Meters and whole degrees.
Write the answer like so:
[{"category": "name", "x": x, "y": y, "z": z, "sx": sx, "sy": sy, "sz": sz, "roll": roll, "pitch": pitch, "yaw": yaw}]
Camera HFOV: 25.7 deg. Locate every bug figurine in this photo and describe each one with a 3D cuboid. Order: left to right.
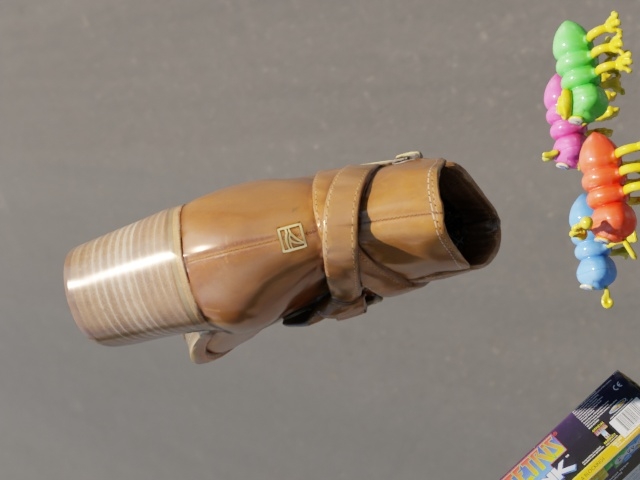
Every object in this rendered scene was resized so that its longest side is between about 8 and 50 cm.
[{"category": "bug figurine", "x": 0.232, "y": -0.065, "z": 1.199, "sx": 0.279, "sy": 0.072, "sz": 0.216, "roll": 63, "pitch": -161, "yaw": -74}]

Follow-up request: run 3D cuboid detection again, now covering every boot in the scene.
[{"category": "boot", "x": 0.000, "y": 0.000, "z": 0.851, "sx": 0.283, "sy": 0.220, "sz": 0.109, "roll": 14, "pitch": -117, "yaw": -72}]

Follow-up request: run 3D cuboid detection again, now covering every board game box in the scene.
[{"category": "board game box", "x": 0.173, "y": 0.186, "z": 0.962, "sx": 0.048, "sy": 0.170, "sz": 0.141, "roll": 46, "pitch": 176, "yaw": 37}]
